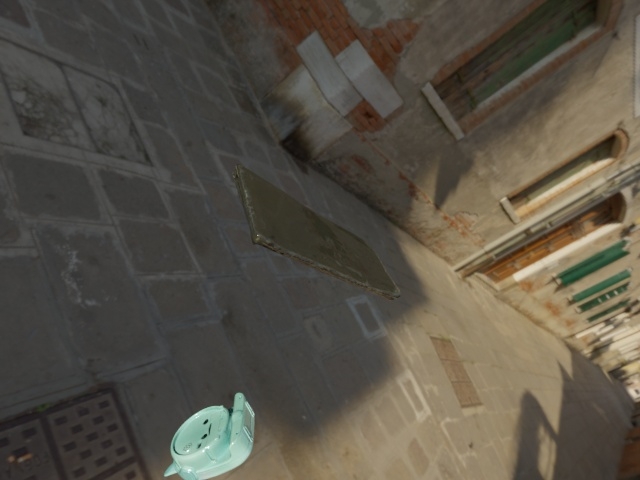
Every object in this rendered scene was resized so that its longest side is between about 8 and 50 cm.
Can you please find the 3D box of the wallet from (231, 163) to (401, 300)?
[{"bbox_3d":[0.001,-0.001,0.614,0.285,0.030,0.146,27,25,-41],"label":"wallet"}]

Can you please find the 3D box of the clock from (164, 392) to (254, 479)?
[{"bbox_3d":[-0.329,0.581,1.259,0.223,0.274,0.094,-115,-178,-71],"label":"clock"}]
